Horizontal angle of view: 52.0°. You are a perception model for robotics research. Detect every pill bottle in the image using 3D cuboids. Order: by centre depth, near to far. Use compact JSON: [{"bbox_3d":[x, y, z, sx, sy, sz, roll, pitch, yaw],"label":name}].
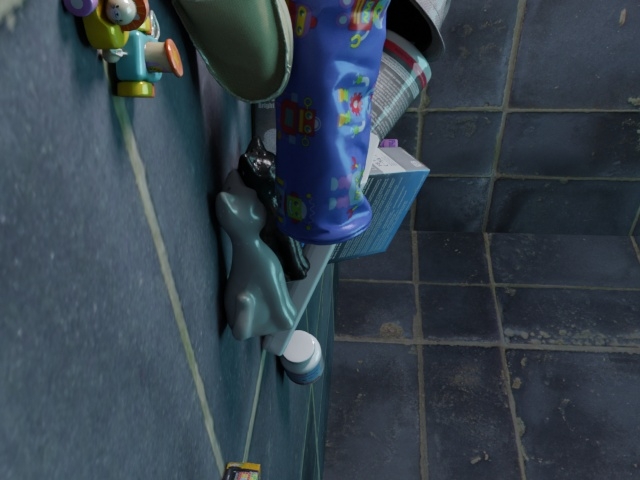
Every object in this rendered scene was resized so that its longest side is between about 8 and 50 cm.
[{"bbox_3d":[-0.039,0.240,1.355,0.160,0.087,0.087,80,12,-65],"label":"pill bottle"},{"bbox_3d":[0.084,-0.293,1.447,0.318,0.176,0.176,-52,171,-4],"label":"pill bottle"}]

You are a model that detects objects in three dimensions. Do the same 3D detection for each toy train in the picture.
[{"bbox_3d":[-0.126,-0.175,0.454,0.166,0.046,0.125,82,11,-61],"label":"toy train"}]

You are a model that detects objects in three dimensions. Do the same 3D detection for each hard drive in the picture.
[{"bbox_3d":[0.000,0.000,1.138,0.233,0.047,0.353,-69,-176,-62],"label":"hard drive"}]

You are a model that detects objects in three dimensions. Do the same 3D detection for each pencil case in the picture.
[{"bbox_3d":[0.010,-0.150,0.756,0.133,0.119,0.306,-27,128,-46],"label":"pencil case"}]

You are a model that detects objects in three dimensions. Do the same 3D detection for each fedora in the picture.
[{"bbox_3d":[0.194,-0.503,1.393,0.124,0.244,0.275,-49,-171,-8],"label":"fedora"}]

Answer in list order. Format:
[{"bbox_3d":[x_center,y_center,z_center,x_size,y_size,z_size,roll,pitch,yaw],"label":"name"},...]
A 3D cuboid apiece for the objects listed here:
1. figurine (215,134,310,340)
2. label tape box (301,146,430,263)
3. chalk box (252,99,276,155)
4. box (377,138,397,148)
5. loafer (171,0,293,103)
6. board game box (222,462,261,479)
[{"bbox_3d":[-0.084,-0.010,0.862,0.215,0.093,0.209,-77,160,-63],"label":"figurine"},{"bbox_3d":[0.048,-0.071,1.387,0.334,0.106,0.240,-10,136,-44],"label":"label tape box"},{"bbox_3d":[-0.033,-0.223,1.033,0.132,0.133,0.212,-69,162,-75],"label":"chalk box"},{"bbox_3d":[0.075,-0.166,1.664,0.213,0.243,0.117,-79,170,-59],"label":"box"},{"bbox_3d":[-0.091,-0.228,0.593,0.268,0.102,0.092,73,18,-45],"label":"loafer"},{"bbox_3d":[-0.107,0.399,0.842,0.141,0.048,0.170,-79,170,-68],"label":"board game box"}]
